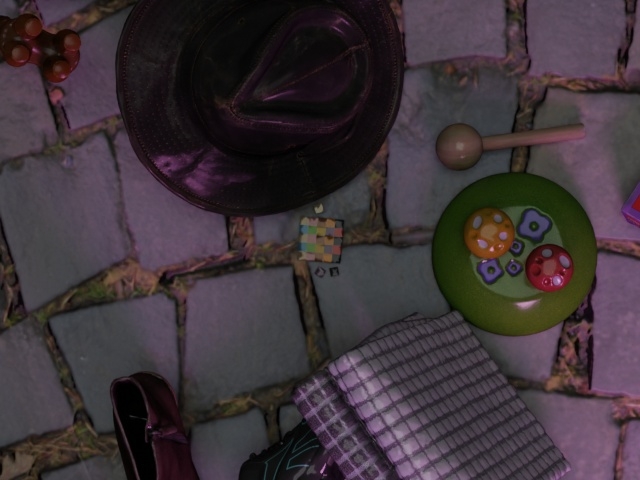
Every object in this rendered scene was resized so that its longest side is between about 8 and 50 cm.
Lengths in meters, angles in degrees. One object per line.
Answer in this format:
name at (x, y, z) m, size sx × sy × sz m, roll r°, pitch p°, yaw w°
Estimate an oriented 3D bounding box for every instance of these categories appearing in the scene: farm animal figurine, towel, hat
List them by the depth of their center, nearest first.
towel at (0.111, 0.201, 1.785) m, size 0.121 × 0.284 × 0.235 m, roll -40°, pitch 80°, yaw 25°
hat at (-0.042, -0.168, 1.825) m, size 0.331 × 0.134 × 0.331 m, roll -4°, pitch 102°, yaw -20°
farm animal figurine at (-0.263, -0.344, 1.889) m, size 0.327 × 0.172 × 0.330 m, roll -8°, pitch 99°, yaw -16°

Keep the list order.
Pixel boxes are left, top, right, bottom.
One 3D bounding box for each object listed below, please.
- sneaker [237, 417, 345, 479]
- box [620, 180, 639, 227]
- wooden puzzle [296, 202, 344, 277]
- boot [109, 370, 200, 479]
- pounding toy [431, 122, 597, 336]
sneaker at (-0.029, 0.242, 1.852) m, size 0.106 × 0.101 × 0.267 m, roll 20°, pitch 65°, yaw 23°
box at (0.488, -0.097, 1.860) m, size 0.201 × 0.057 × 0.293 m, roll 32°, pitch 87°, yaw 24°
wooden puzzle at (0.000, 0.000, 1.929) m, size 0.049 × 0.006 × 0.083 m, roll 5°, pitch 86°, yaw 3°
boot at (-0.172, 0.260, 1.817) m, size 0.090 × 0.207 × 0.248 m, roll -15°, pitch 85°, yaw 2°
pounding toy at (0.211, -0.015, 1.870) m, size 0.183 × 0.110 × 0.236 m, roll -2°, pitch 86°, yaw 2°
